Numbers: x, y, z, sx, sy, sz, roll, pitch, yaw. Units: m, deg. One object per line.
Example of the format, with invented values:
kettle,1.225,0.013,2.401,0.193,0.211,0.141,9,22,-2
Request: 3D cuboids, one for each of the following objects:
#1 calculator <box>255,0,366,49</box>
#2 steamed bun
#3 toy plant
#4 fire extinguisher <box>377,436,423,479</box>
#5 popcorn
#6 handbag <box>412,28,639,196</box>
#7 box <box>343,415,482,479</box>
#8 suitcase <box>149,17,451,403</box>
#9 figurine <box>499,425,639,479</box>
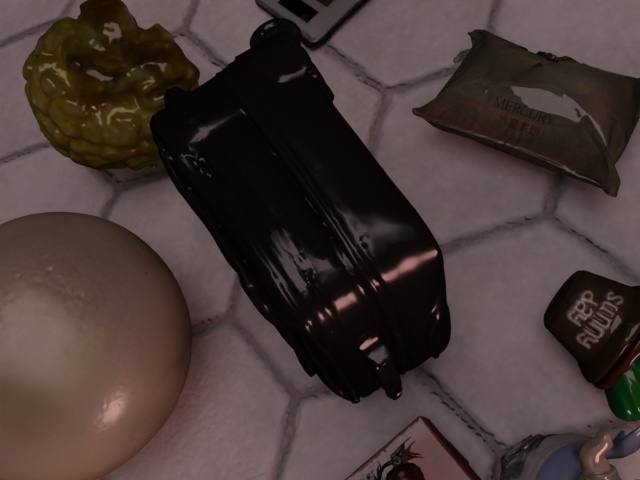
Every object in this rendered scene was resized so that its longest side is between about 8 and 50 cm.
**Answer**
calculator,0.029,-0.429,1.003,0.262,0.021,0.161,-45,65,-6
steamed bun,-0.313,0.122,0.739,0.324,0.206,0.324,1,75,-2
toy plant,0.339,0.118,0.664,0.200,0.105,0.143,34,91,11
fire extinguisher,0.097,0.272,0.635,0.056,0.039,0.132,-23,66,-5
popcorn,-0.277,-0.216,0.883,0.251,0.206,0.237,-25,104,39
handbag,0.273,-0.177,0.792,0.270,0.117,0.183,27,69,23
box,0.092,0.280,0.686,0.156,0.060,0.111,-40,63,-4
suitcase,0.000,0.000,0.665,0.188,0.345,0.339,-33,64,-5
figurine,0.260,0.266,0.613,0.183,0.128,0.208,38,78,22
